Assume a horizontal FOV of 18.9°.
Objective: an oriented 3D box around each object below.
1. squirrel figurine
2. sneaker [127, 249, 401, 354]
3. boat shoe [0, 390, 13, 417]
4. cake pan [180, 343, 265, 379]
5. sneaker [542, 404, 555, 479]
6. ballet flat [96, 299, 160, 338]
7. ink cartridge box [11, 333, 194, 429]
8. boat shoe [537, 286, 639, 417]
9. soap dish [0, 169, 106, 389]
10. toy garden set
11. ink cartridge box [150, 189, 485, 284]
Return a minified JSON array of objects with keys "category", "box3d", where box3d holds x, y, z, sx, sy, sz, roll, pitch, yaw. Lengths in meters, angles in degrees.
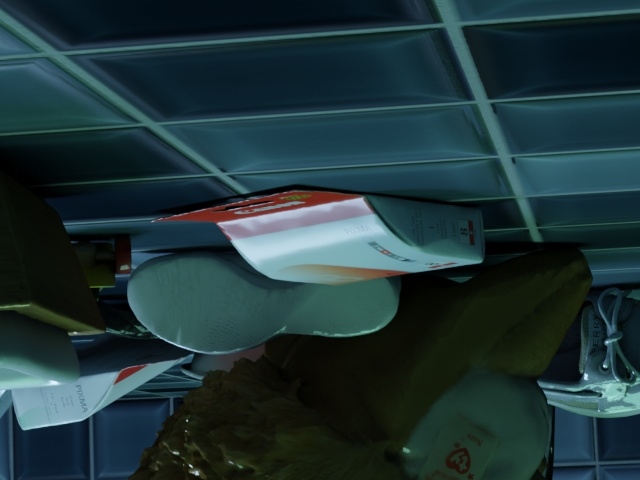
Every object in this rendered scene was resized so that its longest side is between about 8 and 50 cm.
[{"category":"squirrel figurine","box3d":[0.003,0.151,1.663,0.397,0.281,0.370,-14,-166,-22]},{"category":"sneaker","box3d":[-0.042,0.040,1.512,0.212,0.080,0.094,1,-164,5]},{"category":"boat shoe","box3d":[-0.343,0.131,2.012,0.226,0.076,0.083,-45,172,37]},{"category":"cake pan","box3d":[-0.004,0.133,2.093,0.293,0.054,0.293,7,-178,0]},{"category":"sneaker","box3d":[0.186,0.190,2.026,0.123,0.290,0.106,1,133,6]},{"category":"ballet flat","box3d":[-0.163,0.069,1.839,0.173,0.049,0.057,5,-176,-9]},{"category":"ink cartridge box","box3d":[-0.175,0.128,1.960,0.224,0.056,0.181,-9,-169,32]},{"category":"boat shoe","box3d":[0.234,0.104,1.923,0.320,0.118,0.103,3,161,24]},{"category":"soap dish","box3d":[-0.286,0.027,1.116,0.291,0.118,0.229,-3,173,4]},{"category":"toy garden set","box3d":[-0.250,0.034,1.456,0.204,0.049,0.244,-1,173,-9]},{"category":"ink cartridge box","box3d":[0.000,0.000,1.289,0.145,0.045,0.179,-10,172,44]}]
